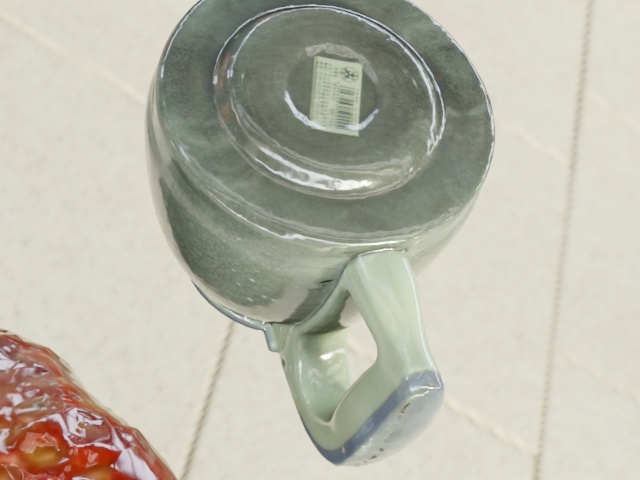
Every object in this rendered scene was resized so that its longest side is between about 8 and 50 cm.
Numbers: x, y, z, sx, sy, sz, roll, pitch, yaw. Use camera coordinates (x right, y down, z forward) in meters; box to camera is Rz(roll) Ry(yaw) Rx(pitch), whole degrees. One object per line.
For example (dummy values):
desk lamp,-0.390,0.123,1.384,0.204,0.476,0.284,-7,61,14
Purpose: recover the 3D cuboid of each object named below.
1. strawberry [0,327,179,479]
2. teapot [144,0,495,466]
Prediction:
strawberry,-0.196,0.164,0.779,0.267,0.351,0.312,10,65,-60
teapot,0.006,-0.007,0.661,0.149,0.108,0.111,44,59,14
